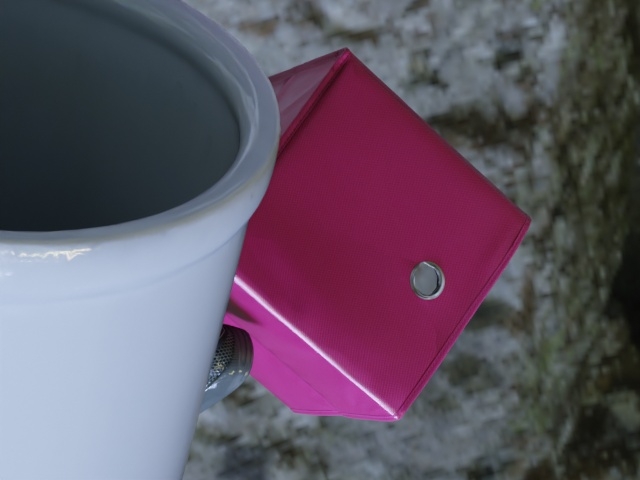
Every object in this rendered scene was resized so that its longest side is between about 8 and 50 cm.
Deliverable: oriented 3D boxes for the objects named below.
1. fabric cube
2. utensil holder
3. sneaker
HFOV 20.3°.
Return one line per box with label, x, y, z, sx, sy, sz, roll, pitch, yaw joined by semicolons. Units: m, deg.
fabric cube;0.000;0.000;1.775;0.254;0.258;0.259;-54;-162;-18
utensil holder;-0.218;0.064;1.046;0.327;0.385;0.327;10;-148;-6
sneaker;-0.181;0.142;1.681;0.227;0.130;0.087;-42;-140;28
